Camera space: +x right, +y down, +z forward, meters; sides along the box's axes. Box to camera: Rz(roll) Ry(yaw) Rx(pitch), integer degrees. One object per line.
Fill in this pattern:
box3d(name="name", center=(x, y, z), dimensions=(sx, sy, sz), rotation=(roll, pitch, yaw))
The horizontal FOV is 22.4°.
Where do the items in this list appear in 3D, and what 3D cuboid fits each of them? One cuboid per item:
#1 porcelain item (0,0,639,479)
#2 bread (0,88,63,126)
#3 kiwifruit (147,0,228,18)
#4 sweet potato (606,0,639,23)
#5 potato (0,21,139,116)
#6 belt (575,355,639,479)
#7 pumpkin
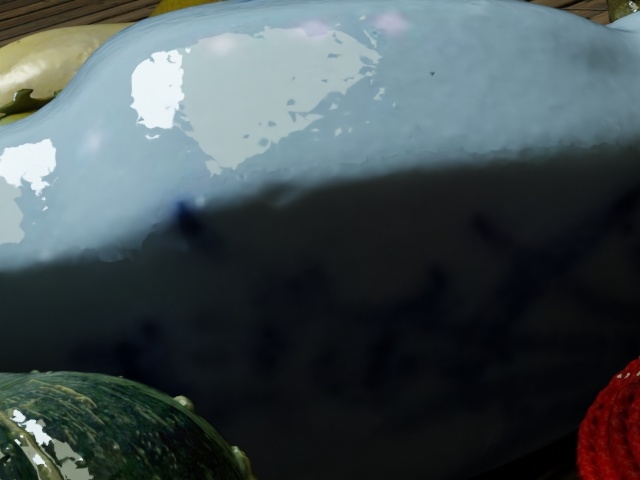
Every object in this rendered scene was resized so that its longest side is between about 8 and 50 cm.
box3d(name="porcelain item", center=(0.000, 0.000, 0.742), dimensions=(0.405, 0.242, 0.178), rotation=(-10, 36, -12))
box3d(name="bread", center=(-0.095, 0.002, 0.918), dimensions=(0.261, 0.158, 0.156), rotation=(1, 24, -25))
box3d(name="kiwifruit", center=(-0.007, -0.104, 1.106), dimensions=(0.234, 0.196, 0.196), rotation=(-17, 20, -12))
box3d(name="sweet potato", center=(0.353, -0.275, 1.630), dimensions=(0.112, 0.085, 0.286), rotation=(8, 25, 31))
box3d(name="potato", center=(-0.163, -0.085, 1.211), dimensions=(0.234, 0.146, 0.150), rotation=(-11, 1, -26))
box3d(name="belt", center=(0.168, 0.102, 0.541), dimensions=(0.128, 0.124, 0.201), rotation=(-27, 13, 6))
box3d(name="pumpkin", center=(-0.116, 0.119, 0.574), dimensions=(0.190, 0.146, 0.190), rotation=(1, -4, 0))
